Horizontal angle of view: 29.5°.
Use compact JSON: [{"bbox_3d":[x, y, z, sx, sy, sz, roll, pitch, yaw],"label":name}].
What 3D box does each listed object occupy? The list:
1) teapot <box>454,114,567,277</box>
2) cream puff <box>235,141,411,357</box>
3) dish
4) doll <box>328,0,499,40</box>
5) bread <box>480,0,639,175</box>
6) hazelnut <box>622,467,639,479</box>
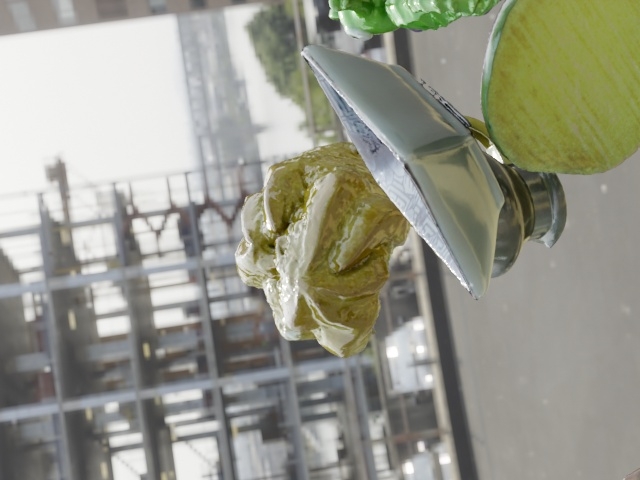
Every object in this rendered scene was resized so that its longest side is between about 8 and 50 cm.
[{"bbox_3d":[0.163,-0.047,1.195,0.130,0.119,0.166,-41,66,64],"label":"teapot"},{"bbox_3d":[-0.003,-0.008,1.813,0.270,0.274,0.323,42,-113,-73],"label":"cream puff"},{"bbox_3d":[0.088,-0.083,1.095,0.182,0.080,0.243,58,179,-38],"label":"dish"},{"bbox_3d":[0.070,-0.185,0.953,0.190,0.115,0.050,8,105,54],"label":"doll"},{"bbox_3d":[0.232,-0.159,1.060,0.033,0.228,0.229,43,145,51],"label":"bread"},{"bbox_3d":[0.365,0.324,1.286,0.170,0.160,0.202,33,116,27],"label":"hazelnut"}]
